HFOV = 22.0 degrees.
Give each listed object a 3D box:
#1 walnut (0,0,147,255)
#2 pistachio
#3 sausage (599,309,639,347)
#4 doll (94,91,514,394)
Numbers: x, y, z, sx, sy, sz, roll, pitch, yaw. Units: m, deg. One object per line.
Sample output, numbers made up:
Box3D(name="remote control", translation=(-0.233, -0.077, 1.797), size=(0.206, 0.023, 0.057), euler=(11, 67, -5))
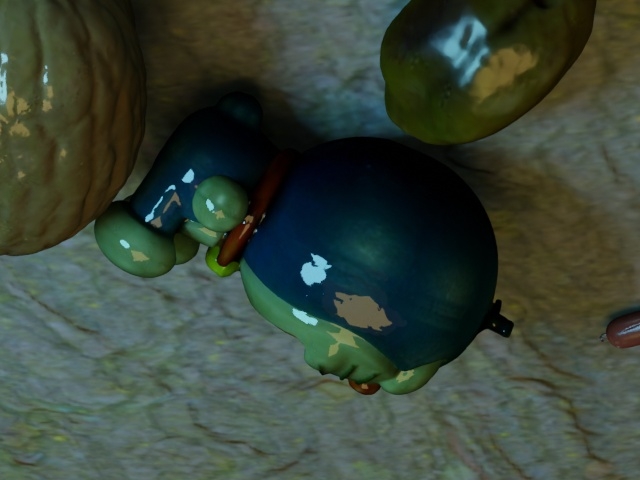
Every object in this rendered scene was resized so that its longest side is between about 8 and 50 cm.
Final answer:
Box3D(name="walnut", translation=(-0.227, -0.112, 1.178), size=(0.225, 0.225, 0.261), euler=(16, 135, -5))
Box3D(name="pistachio", translation=(0.110, -0.129, 1.164), size=(0.189, 0.110, 0.100), euler=(-31, 154, 34))
Box3D(name="sausage", translation=(0.333, 0.052, 1.359), size=(0.223, 0.029, 0.029), euler=(-19, 129, 27))
Box3D(name="doll", translation=(0.000, 0.000, 1.260), size=(0.322, 0.198, 0.186), euler=(26, 99, -1))
